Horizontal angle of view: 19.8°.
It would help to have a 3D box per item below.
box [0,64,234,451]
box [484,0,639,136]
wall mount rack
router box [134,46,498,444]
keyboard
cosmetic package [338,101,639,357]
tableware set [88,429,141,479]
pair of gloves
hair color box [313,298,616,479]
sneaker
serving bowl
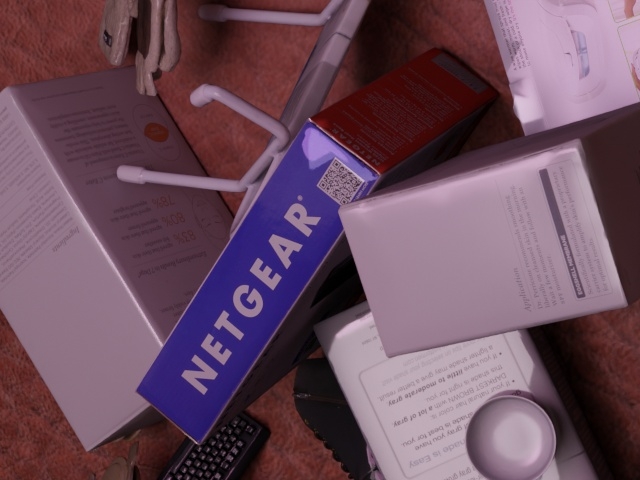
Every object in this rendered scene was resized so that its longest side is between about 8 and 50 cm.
[{"bbox_3d":[-0.217,0.012,1.917,0.168,0.215,0.345,-39,78,33],"label":"box"},{"bbox_3d":[0.291,-0.152,1.601,0.231,0.127,0.262,-19,91,35],"label":"box"},{"bbox_3d":[-0.067,-0.162,1.757,0.130,0.350,0.304,29,159,-9],"label":"wall mount rack"},{"bbox_3d":[0.000,0.000,1.715,0.082,0.301,0.335,39,120,9],"label":"router box"},{"bbox_3d":[-0.126,0.267,1.979,0.108,0.023,0.180,33,87,24],"label":"keyboard"},{"bbox_3d":[0.176,-0.014,1.499,0.225,0.224,0.138,-14,96,35],"label":"cosmetic package"},{"bbox_3d":[-0.210,0.233,2.014,0.128,0.039,0.194,-38,40,51],"label":"tableware set"},{"bbox_3d":[-0.179,-0.263,1.869,0.240,0.042,0.204,-136,47,-64],"label":"pair of gloves"},{"bbox_3d":[0.162,0.207,1.740,0.185,0.113,0.374,-26,85,12],"label":"hair color box"},{"bbox_3d":[0.046,0.219,1.881,0.118,0.083,0.222,-11,84,39],"label":"sneaker"},{"bbox_3d":[0.173,0.180,1.664,0.083,0.027,0.083,0,92,12],"label":"serving bowl"}]
